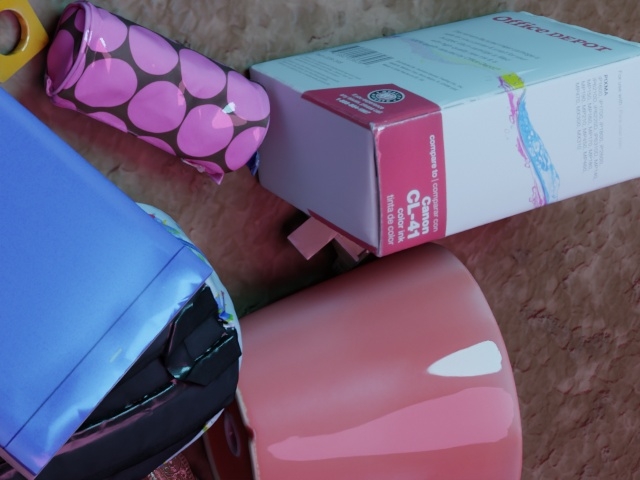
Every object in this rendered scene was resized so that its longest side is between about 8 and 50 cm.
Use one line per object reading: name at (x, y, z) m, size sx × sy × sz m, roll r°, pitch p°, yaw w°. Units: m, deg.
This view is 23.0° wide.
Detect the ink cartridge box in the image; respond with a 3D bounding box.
ink cartridge box at (0.120, -0.110, 1.453) m, size 0.306 × 0.226 × 0.131 m, roll -14°, pitch 115°, yaw -27°

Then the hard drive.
hard drive at (-0.266, -0.005, 1.166) m, size 0.319 × 0.040 × 0.210 m, roll 41°, pitch 64°, yaw -2°

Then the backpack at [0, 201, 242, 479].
backpack at (-0.244, 0.105, 1.307) m, size 0.355 × 0.273 × 0.290 m, roll -21°, pitch 122°, yaw -2°

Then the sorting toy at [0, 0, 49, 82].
sorting toy at (-0.360, -0.089, 1.252) m, size 0.348 × 0.047 × 0.196 m, roll -36°, pitch 123°, yaw -35°

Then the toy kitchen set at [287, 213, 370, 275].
toy kitchen set at (0.000, 0.000, 1.537) m, size 0.068 × 0.075 × 0.083 m, roll -40°, pitch 84°, yaw -17°

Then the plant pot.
plant pot at (0.023, 0.157, 1.481) m, size 0.243 × 0.275 × 0.275 m, roll -12°, pitch 113°, yaw -18°

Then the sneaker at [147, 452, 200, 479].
sneaker at (-0.134, 0.240, 1.540) m, size 0.042 × 0.067 × 0.118 m, roll -43°, pitch 94°, yaw -9°

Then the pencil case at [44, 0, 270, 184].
pencil case at (-0.144, -0.127, 1.368) m, size 0.209 × 0.095 × 0.098 m, roll 25°, pitch 110°, yaw -34°
